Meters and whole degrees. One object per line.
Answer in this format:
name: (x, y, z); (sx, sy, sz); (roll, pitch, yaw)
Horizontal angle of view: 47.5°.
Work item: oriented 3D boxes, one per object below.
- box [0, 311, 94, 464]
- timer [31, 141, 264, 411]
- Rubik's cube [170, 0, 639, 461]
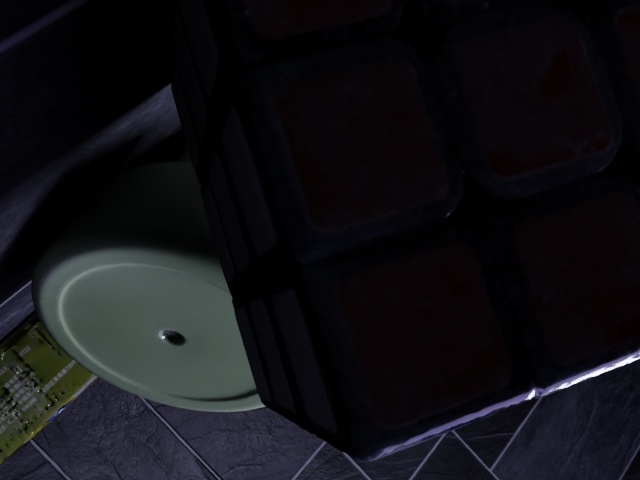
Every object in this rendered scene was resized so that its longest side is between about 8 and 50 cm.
box: (-0.412, 0.175, 1.249); (0.420, 0.138, 0.373); (-43, -176, -12)
timer: (-0.119, -0.013, 0.820); (0.291, 0.290, 0.315); (-40, -154, 42)
Rubik's cube: (0.078, -0.055, 0.516); (0.305, 0.304, 0.301); (-15, 176, -13)
